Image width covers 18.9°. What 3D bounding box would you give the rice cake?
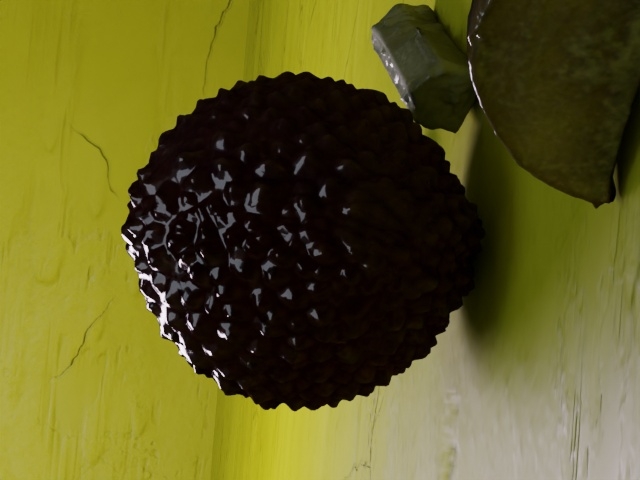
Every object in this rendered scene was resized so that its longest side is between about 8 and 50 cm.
[{"bbox_3d":[0.079,-0.139,1.492,0.057,0.052,0.256,-53,15,12],"label":"rice cake"}]

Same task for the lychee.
[{"bbox_3d":[0.000,0.000,1.336,0.271,0.271,0.271,-175,90,-83],"label":"lychee"}]

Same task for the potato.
[{"bbox_3d":[0.124,-0.146,0.942,0.261,0.100,0.120,103,169,-45],"label":"potato"}]
